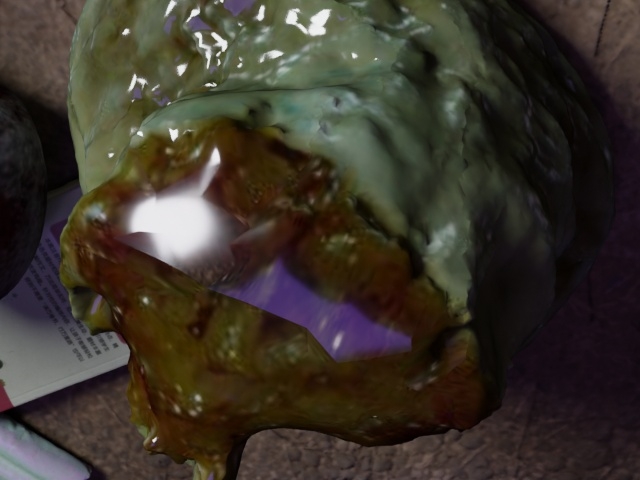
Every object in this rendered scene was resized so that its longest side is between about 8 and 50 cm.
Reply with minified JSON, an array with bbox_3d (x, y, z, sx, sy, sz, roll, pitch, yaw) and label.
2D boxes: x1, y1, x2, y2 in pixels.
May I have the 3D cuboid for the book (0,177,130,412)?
[{"bbox_3d":[-0.251,0.058,0.874,0.232,0.022,0.162,-22,115,11],"label":"book"}]

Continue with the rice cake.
[{"bbox_3d":[-0.341,0.202,0.988,0.189,0.037,0.198,-35,111,24],"label":"rice cake"}]

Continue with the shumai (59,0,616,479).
[{"bbox_3d":[0.000,0.000,0.648,0.397,0.323,0.324,41,117,-17],"label":"shumai"}]

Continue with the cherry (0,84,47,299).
[{"bbox_3d":[-0.286,-0.039,0.749,0.195,0.195,0.195,3,122,5],"label":"cherry"}]
